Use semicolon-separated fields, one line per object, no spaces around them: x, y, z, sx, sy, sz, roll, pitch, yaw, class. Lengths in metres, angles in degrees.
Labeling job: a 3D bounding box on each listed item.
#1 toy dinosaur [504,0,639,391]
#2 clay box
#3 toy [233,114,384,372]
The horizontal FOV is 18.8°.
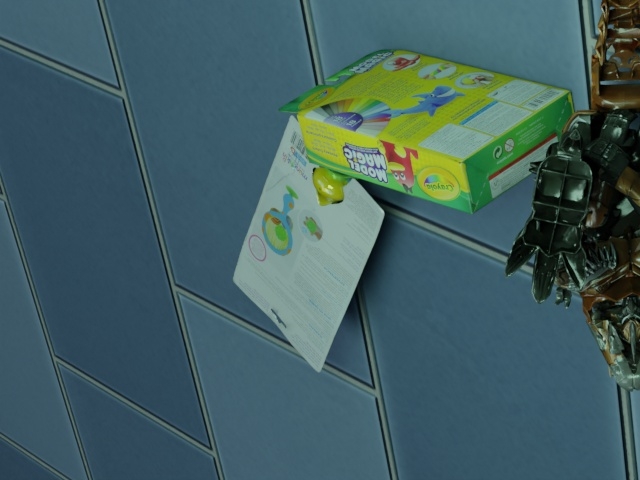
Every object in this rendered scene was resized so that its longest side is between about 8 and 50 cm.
0.212;-0.042;1.391;0.164;0.218;0.322;-22;104;14;toy dinosaur
0.082;-0.094;1.558;0.222;0.127;0.053;19;133;47;clay box
0.000;0.000;1.836;0.137;0.056;0.237;47;144;23;toy
